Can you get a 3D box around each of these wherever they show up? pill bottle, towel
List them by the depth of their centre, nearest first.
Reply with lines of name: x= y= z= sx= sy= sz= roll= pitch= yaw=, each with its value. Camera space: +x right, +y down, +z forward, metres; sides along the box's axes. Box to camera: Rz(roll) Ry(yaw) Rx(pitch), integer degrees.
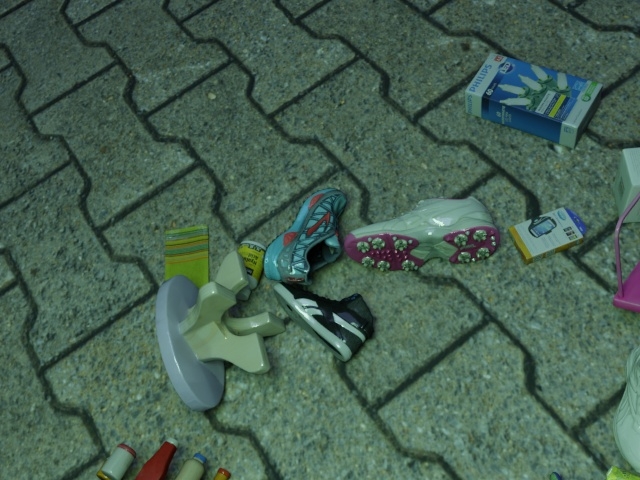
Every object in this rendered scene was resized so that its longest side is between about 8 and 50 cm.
pill bottle: x=-0.156 y=0.064 z=1.387 sx=0.065 sy=0.065 sz=0.116 roll=8 pitch=62 yaw=17
towel: x=-0.292 y=0.072 z=1.440 sx=0.102 sy=0.021 sz=0.237 roll=-12 pitch=57 yaw=7

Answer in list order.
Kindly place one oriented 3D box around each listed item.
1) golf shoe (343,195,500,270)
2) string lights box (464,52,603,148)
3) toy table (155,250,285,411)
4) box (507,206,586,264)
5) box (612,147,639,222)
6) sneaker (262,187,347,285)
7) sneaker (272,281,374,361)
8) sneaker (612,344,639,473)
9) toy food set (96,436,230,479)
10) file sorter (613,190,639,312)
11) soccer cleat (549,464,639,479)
golf shoe: x=0.199 y=-0.019 z=1.341 sx=0.306 sy=0.115 sz=0.140 roll=-4 pitch=47 yaw=4
string lights box: x=0.467 y=-0.313 z=1.465 sx=0.259 sy=0.077 sz=0.133 roll=25 pitch=69 yaw=26
toy table: x=-0.191 y=0.163 z=1.249 sx=0.161 sy=0.252 sz=0.274 roll=-27 pitch=69 yaw=15
box: x=0.453 y=-0.012 z=1.314 sx=0.136 sy=0.028 sz=0.081 roll=-19 pitch=56 yaw=-2
box: x=0.664 y=-0.110 z=1.262 sx=0.170 sy=0.130 sz=0.091 roll=-4 pitch=57 yaw=10
sneaker: x=0.000 y=0.000 z=1.349 sx=0.125 sy=0.104 sz=0.262 roll=18 pitch=54 yaw=28
sneaker: x=0.016 y=0.132 z=1.306 sx=0.121 sy=0.079 sz=0.217 roll=-40 pitch=62 yaw=-21
sneaker: x=0.534 y=0.258 z=1.074 sx=0.090 sy=0.115 sz=0.232 roll=7 pitch=61 yaw=17
toy food set: x=-0.285 y=0.410 z=1.181 sx=0.232 sy=0.111 sz=0.104 roll=15 pitch=51 yaw=22
file sorter: x=0.659 y=0.017 z=1.078 sx=0.290 sy=0.182 sz=0.202 roll=15 pitch=47 yaw=44
soccer cleat: x=0.494 y=0.403 z=1.009 sx=0.289 sy=0.093 sz=0.121 roll=-3 pitch=56 yaw=12
